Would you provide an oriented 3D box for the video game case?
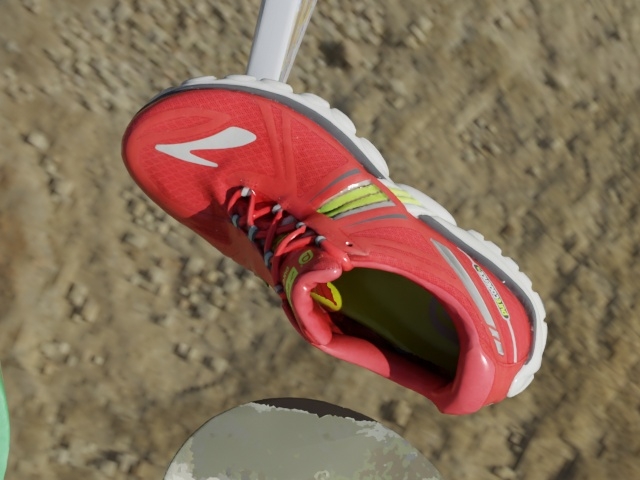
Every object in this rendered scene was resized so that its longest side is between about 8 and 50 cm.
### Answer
[{"bbox_3d":[-0.006,-0.205,1.321,0.026,0.227,0.206,18,53,1],"label":"video game case"}]

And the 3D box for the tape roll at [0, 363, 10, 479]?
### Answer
[{"bbox_3d":[-0.340,0.102,1.105,0.321,0.321,0.077,-34,38,10],"label":"tape roll"}]

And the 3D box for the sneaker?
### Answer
[{"bbox_3d":[0.000,0.000,1.094,0.279,0.118,0.107,31,116,12],"label":"sneaker"}]

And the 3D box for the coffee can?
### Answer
[{"bbox_3d":[-0.047,0.252,1.196,0.201,0.201,0.275,60,143,23],"label":"coffee can"}]
